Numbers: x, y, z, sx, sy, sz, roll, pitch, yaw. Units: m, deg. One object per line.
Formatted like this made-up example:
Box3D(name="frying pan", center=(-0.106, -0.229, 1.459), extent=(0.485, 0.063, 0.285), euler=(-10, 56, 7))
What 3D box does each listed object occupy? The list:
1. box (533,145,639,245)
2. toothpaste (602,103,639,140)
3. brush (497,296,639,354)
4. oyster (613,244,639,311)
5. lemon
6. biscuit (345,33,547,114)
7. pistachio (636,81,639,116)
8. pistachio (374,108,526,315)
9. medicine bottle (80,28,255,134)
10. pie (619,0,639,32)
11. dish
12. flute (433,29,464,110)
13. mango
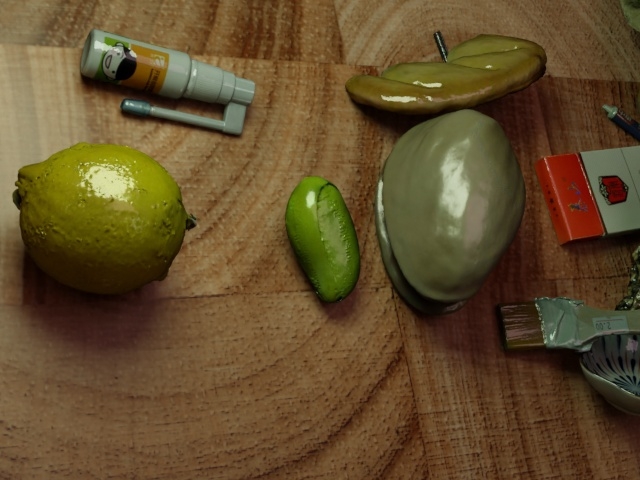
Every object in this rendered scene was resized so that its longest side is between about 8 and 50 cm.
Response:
Box3D(name="box", center=(0.446, -0.073, 1.711), extent=(0.245, 0.035, 0.139), euler=(-7, 75, -30))
Box3D(name="toothpaste", center=(0.507, -0.179, 1.794), extent=(0.140, 0.021, 0.037), euler=(33, 50, -15))
Box3D(name="brush", center=(0.416, 0.114, 1.557), extent=(0.336, 0.020, 0.085), euler=(-2, 63, -6))
Box3D(name="oyster", center=(0.513, 0.020, 1.665), extent=(0.223, 0.083, 0.214), euler=(-4, 106, -53))
Box3D(name="lemon", center=(-0.246, -0.026, 1.251), extent=(0.206, 0.173, 0.173), euler=(24, 61, -17))
Box3D(name="biscuit", center=(0.193, -0.233, 1.583), extent=(0.299, 0.045, 0.154), euler=(-23, 37, -27))
Box3D(name="pistachio", center=(0.602, -0.205, 1.791), extent=(0.215, 0.144, 0.144), euler=(31, 59, -21))
Box3D(name="pistachio", center=(0.169, -0.047, 1.486), extent=(0.197, 0.166, 0.288), euler=(13, 67, 4))
Box3D(name="medicine bottle", center=(-0.194, -0.197, 1.420), extent=(0.220, 0.061, 0.092), euler=(11, 90, -23))
Box3D(name="pie", center=(0.629, -0.337, 1.826), extent=(0.339, 0.077, 0.339), euler=(22, 28, -12))
Box3D(name="dish", center=(0.444, 0.195, 1.561), extent=(0.190, 0.066, 0.191), euler=(6, 27, -3))
Box3D(name="flute", center=(0.216, -0.190, 1.651), extent=(0.014, 0.014, 0.269), euler=(-11, 76, -30))
Box3D(name="mango", center=(0.000, 0.000, 1.431), extent=(0.091, 0.074, 0.165), euler=(-8, 86, -36))
